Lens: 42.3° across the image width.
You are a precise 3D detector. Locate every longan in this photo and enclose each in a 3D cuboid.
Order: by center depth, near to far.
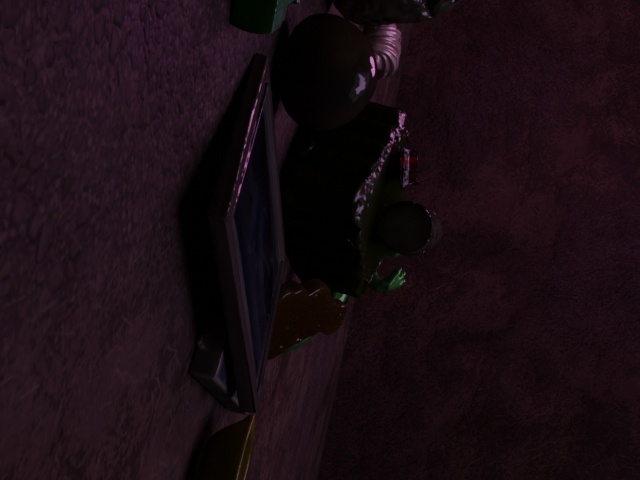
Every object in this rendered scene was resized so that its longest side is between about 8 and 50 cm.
[{"bbox_3d":[0.011,-0.271,1.342,0.189,0.189,0.189,12,90,-82],"label":"longan"}]

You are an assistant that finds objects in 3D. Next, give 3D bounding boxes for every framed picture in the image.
[{"bbox_3d":[-0.096,0.001,1.225,0.446,0.028,0.326,88,8,-48],"label":"framed picture"}]

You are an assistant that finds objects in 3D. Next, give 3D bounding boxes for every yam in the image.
[{"bbox_3d":[0.184,-0.021,1.641,0.194,0.107,0.107,6,95,-74],"label":"yam"}]

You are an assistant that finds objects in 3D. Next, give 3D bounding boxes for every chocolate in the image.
[{"bbox_3d":[0.175,-0.147,1.647,0.182,0.028,0.086,-27,118,-69],"label":"chocolate"}]

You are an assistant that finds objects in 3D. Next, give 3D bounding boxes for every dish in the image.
[{"bbox_3d":[-0.162,0.374,1.321,0.149,0.080,0.208,92,11,-68],"label":"dish"}]

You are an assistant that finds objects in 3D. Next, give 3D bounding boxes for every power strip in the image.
[{"bbox_3d":[-0.143,0.204,1.335,0.367,0.043,0.106,80,24,-69],"label":"power strip"}]

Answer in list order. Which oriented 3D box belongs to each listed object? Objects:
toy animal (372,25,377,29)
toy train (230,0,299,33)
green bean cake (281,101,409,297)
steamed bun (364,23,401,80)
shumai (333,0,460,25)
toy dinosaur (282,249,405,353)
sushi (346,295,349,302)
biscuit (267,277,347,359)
[{"bbox_3d":[0.160,-0.661,2.097,0.255,0.089,0.170,84,24,-59],"label":"toy animal"},{"bbox_3d":[-0.048,-0.355,1.094,0.251,0.085,0.119,-60,165,-61],"label":"toy train"},{"bbox_3d":[0.039,-0.095,1.664,0.335,0.218,0.319,85,25,-44],"label":"green bean cake"},{"bbox_3d":[0.170,-0.526,2.269,0.183,0.106,0.183,13,90,-83],"label":"steamed bun"},{"bbox_3d":[0.131,-0.589,1.554,0.288,0.330,0.292,42,19,-59],"label":"shumai"},{"bbox_3d":[0.000,0.000,1.887,0.500,0.374,0.144,-31,145,-18],"label":"toy dinosaur"},{"bbox_3d":[0.032,0.076,2.083,0.127,0.124,0.225,72,30,-74],"label":"sushi"},{"bbox_3d":[-0.043,0.150,1.606,0.319,0.047,0.183,0,129,-55],"label":"biscuit"}]
